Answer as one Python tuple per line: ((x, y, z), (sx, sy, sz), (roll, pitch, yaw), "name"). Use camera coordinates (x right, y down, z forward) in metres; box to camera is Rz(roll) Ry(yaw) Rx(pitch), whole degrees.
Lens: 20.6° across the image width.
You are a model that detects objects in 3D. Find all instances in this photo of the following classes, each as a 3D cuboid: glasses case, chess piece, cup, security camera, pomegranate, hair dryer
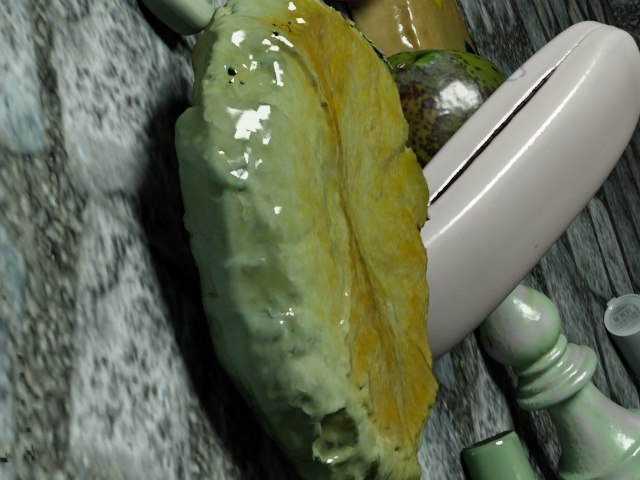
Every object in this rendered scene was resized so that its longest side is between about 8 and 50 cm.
((0.128, -0.035, 1.214), (0.297, 0.075, 0.113), (-47, 143, -25), "glasses case")
((0.212, 0.130, 1.518), (0.271, 0.139, 0.139), (54, 21, -16), "chess piece")
((0.396, 0.113, 2.201), (0.116, 0.074, 0.104), (48, 4, -43), "cup")
((-0.069, -0.135, 1.015), (0.092, 0.058, 0.058), (36, 37, -49), "security camera")
((0.075, -0.069, 1.315), (0.126, 0.163, 0.138), (23, 17, -15), "pomegranate")
((0.147, 0.180, 1.364), (0.150, 0.047, 0.071), (-2, 72, -79), "hair dryer")

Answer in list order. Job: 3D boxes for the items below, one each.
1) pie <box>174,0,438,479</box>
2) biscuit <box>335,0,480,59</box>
((0.000, 0.000, 0.988), (0.306, 0.071, 0.306), (-8, 90, -71), "pie")
((0.091, -0.176, 1.522), (0.368, 0.076, 0.394), (-42, 112, -73), "biscuit")
